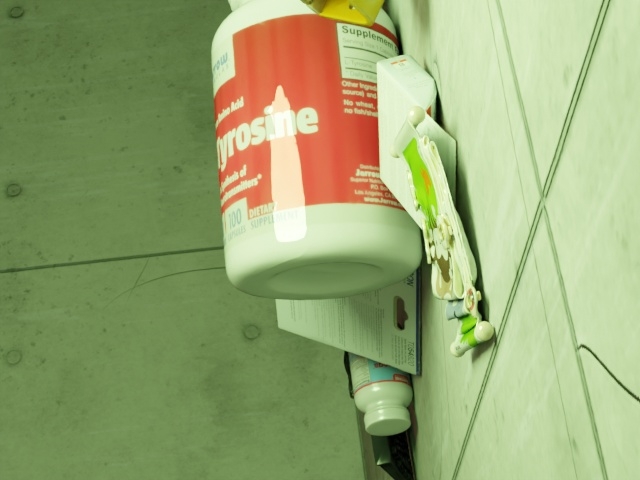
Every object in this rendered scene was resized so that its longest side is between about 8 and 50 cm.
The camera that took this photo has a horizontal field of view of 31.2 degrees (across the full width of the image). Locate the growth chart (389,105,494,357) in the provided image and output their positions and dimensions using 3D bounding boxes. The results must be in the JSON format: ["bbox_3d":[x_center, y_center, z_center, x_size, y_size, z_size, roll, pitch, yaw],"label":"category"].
[{"bbox_3d":[0.107,-0.006,1.045,0.172,0.021,0.237,96,160,-73],"label":"growth chart"}]

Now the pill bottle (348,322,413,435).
[{"bbox_3d":[0.089,0.202,1.695,0.087,0.087,0.160,87,176,-58],"label":"pill bottle"}]

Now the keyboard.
[{"bbox_3d":[0.089,0.228,1.824,0.201,0.033,0.317,47,-156,-41],"label":"keyboard"}]

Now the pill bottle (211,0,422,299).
[{"bbox_3d":[-0.012,-0.149,1.362,0.229,0.229,0.407,90,175,-73],"label":"pill bottle"}]

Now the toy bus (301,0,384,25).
[{"bbox_3d":[0.043,-0.306,1.091,0.104,0.191,0.202,21,130,38],"label":"toy bus"}]

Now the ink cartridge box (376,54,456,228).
[{"bbox_3d":[0.109,-0.084,1.138,0.179,0.045,0.145,-128,27,-50],"label":"ink cartridge box"}]

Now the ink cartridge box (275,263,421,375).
[{"bbox_3d":[0.040,0.061,1.522,0.045,0.224,0.223,-51,-30,-40],"label":"ink cartridge box"}]
